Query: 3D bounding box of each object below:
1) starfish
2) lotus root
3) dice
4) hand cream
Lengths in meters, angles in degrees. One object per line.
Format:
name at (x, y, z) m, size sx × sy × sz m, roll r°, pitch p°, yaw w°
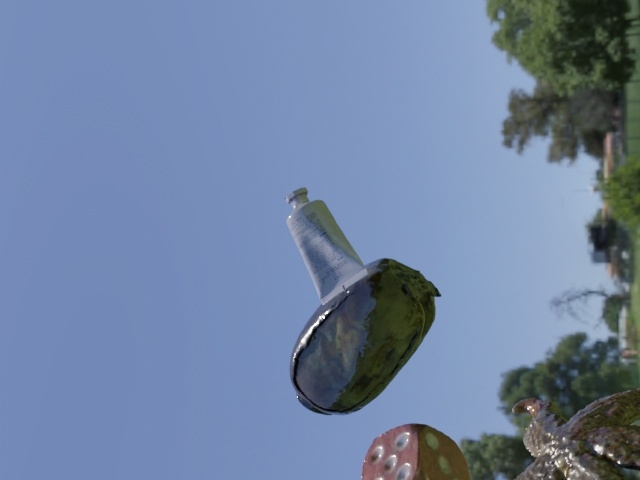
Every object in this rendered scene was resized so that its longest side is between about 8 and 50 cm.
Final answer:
starfish at (0.300, 0.251, 0.970) m, size 0.094 × 0.327 × 0.375 m, roll 51°, pitch -174°, yaw -14°
lotus root at (0.060, 0.147, 1.304) m, size 0.274 × 0.160 × 0.152 m, roll -54°, pitch 1°, yaw 23°
dice at (0.202, 0.505, 1.825) m, size 0.174 × 0.175 × 0.179 m, roll 36°, pitch -145°, yaw -24°
hand cream at (0.000, 0.000, 1.076) m, size 0.053 × 0.084 × 0.142 m, roll -13°, pitch -110°, yaw -52°
